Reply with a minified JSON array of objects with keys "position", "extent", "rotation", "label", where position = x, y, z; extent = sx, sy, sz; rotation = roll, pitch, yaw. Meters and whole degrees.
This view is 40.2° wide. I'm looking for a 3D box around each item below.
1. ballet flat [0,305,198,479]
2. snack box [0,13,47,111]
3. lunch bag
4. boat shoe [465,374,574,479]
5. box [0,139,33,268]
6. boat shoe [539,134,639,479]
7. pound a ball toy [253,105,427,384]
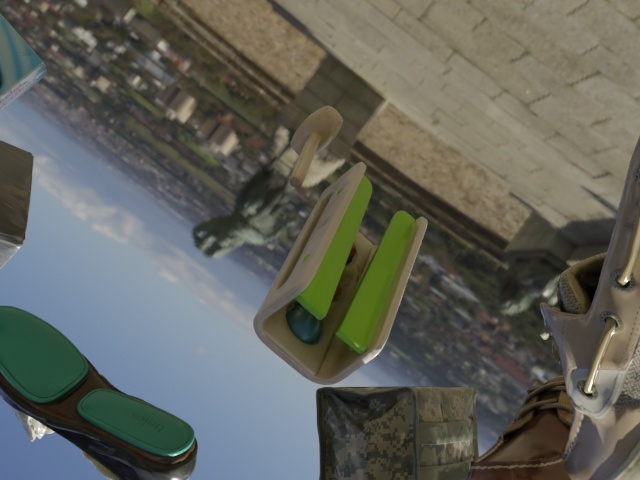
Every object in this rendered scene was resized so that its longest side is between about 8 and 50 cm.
[{"position":[-0.249,0.174,0.879],"extent":[0.280,0.096,0.095],"rotation":[31,-148,20],"label":"ballet flat"},{"position":[-0.461,-0.241,0.890],"extent":[0.322,0.187,0.060],"rotation":[49,170,-8],"label":"snack box"},{"position":[0.110,0.336,1.153],"extent":[0.169,0.286,0.235],"rotation":[-5,168,30],"label":"lunch bag"},{"position":[0.226,0.187,0.834],"extent":[0.123,0.116,0.324],"rotation":[-9,172,33],"label":"boat shoe"},{"position":[-0.268,0.008,0.391],"extent":[0.183,0.231,0.056],"rotation":[25,-137,-36],"label":"box"},{"position":[0.175,0.042,0.469],"extent":[0.098,0.109,0.302],"rotation":[33,147,23],"label":"boat shoe"},{"position":[0.000,0.000,1.093],"extent":[0.208,0.136,0.319],"rotation":[41,-143,-12],"label":"pound a ball toy"}]
